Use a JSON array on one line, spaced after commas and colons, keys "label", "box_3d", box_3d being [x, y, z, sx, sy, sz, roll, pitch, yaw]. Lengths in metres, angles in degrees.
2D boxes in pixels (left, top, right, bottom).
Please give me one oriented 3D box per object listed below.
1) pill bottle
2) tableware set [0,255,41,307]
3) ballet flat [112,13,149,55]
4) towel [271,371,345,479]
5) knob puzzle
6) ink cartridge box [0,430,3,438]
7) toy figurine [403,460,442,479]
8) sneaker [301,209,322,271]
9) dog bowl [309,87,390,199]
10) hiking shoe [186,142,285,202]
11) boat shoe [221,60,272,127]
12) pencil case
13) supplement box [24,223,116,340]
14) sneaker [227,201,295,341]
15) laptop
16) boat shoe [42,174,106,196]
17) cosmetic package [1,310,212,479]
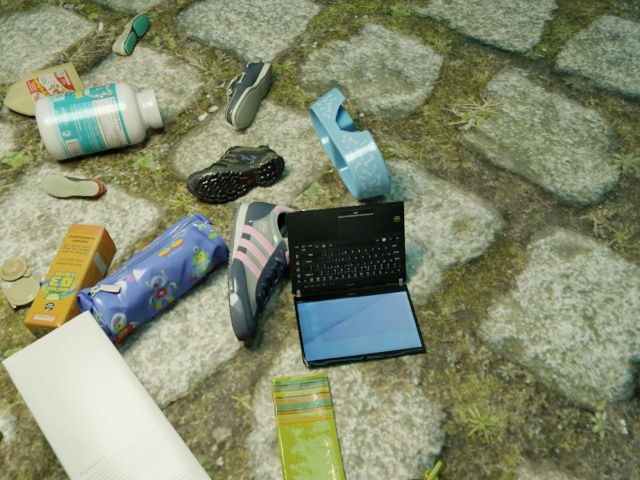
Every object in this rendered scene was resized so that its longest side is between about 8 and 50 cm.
[{"label": "pill bottle", "box_3d": [-0.511, -0.285, 1.394, 0.264, 0.146, 0.146, -14, 54, -12]}, {"label": "tableware set", "box_3d": [-0.641, 0.097, 1.181, 0.169, 0.020, 0.141, -25, 55, -16]}, {"label": "ballet flat", "box_3d": [-0.540, -0.586, 1.683, 0.052, 0.057, 0.168, 4, 52, 15]}, {"label": "towel", "box_3d": [-0.020, 0.336, 1.000, 0.102, 0.021, 0.237, -8, 53, -5]}, {"label": "knob puzzle", "box_3d": [-0.711, -0.375, 1.534, 0.213, 0.030, 0.213, 1, 53, -1]}, {"label": "ink cartridge box", "box_3d": [-0.602, 0.365, 0.868, 0.097, 0.189, 0.255, 9, 53, 5]}, {"label": "toy figurine", "box_3d": [0.006, 0.444, 0.822, 0.217, 0.191, 0.362, 18, 53, 19]}, {"label": "sneaker", "box_3d": [0.000, 0.000, 1.232, 0.073, 0.063, 0.162, -2, 55, -10]}, {"label": "dog bowl", "box_3d": [0.059, -0.212, 1.338, 0.074, 0.166, 0.297, -25, 56, -5]}, {"label": "hiking shoe", "box_3d": [-0.200, -0.159, 1.352, 0.227, 0.086, 0.114, -17, 41, -20]}, {"label": "boat shoe", "box_3d": [-0.193, -0.374, 1.495, 0.079, 0.095, 0.254, 14, 52, 8]}, {"label": "pencil case", "box_3d": [-0.317, 0.065, 1.136, 0.119, 0.133, 0.306, 36, 59, 26]}, {"label": "supplement box", "box_3d": [-0.480, 0.081, 1.157, 0.078, 0.080, 0.233, 4, 55, 6]}, {"label": "sneaker", "box_3d": [-0.108, 0.047, 1.164, 0.131, 0.112, 0.319, -2, 54, 2]}, {"label": "laptop", "box_3d": [0.065, 0.077, 1.121, 0.234, 0.264, 0.136, -6, 16, -8]}, {"label": "boat shoe", "box_3d": [-0.552, -0.121, 1.335, 0.137, 0.049, 0.043, 4, 10, 6]}, {"label": "cosmetic package", "box_3d": [-0.310, 0.311, 0.910, 0.155, 0.197, 0.365, -33, 61, -23]}]
